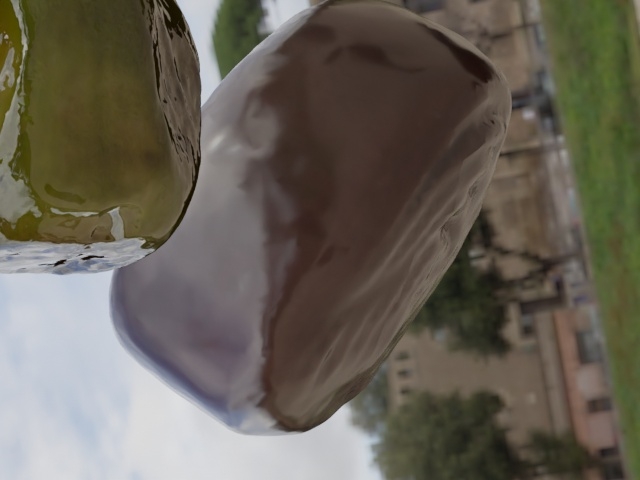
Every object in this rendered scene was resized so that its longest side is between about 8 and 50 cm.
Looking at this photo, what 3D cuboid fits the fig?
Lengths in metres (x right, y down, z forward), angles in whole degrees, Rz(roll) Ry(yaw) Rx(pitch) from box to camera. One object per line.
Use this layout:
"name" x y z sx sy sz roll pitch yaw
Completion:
"fig" -0.116 -0.064 0.622 0.154 0.144 0.165 -33 -46 -35

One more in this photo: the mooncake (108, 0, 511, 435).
"mooncake" 0.000 0.000 1.154 0.326 0.174 0.333 -45 -23 -33
